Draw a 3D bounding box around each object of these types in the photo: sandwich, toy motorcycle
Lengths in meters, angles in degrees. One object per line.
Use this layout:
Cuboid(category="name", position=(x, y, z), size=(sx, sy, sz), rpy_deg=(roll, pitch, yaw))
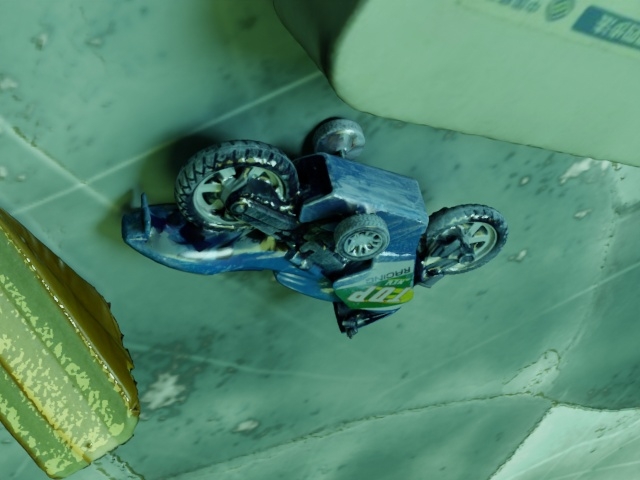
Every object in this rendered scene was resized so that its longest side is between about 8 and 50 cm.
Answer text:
Cuboid(category="sandwich", position=(-0.181, 0.054, 0.753), size=(0.079, 0.113, 0.163), rpy_deg=(-32, 143, 3))
Cuboid(category="toy motorcycle", position=(0.000, 0.000, 0.837), size=(0.254, 0.092, 0.135), rpy_deg=(14, 135, -33))

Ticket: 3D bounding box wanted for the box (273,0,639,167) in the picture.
Cuboid(category="box", position=(0.214, -0.216, 0.708), size=(0.396, 0.111, 0.396), rpy_deg=(8, 130, -39))
